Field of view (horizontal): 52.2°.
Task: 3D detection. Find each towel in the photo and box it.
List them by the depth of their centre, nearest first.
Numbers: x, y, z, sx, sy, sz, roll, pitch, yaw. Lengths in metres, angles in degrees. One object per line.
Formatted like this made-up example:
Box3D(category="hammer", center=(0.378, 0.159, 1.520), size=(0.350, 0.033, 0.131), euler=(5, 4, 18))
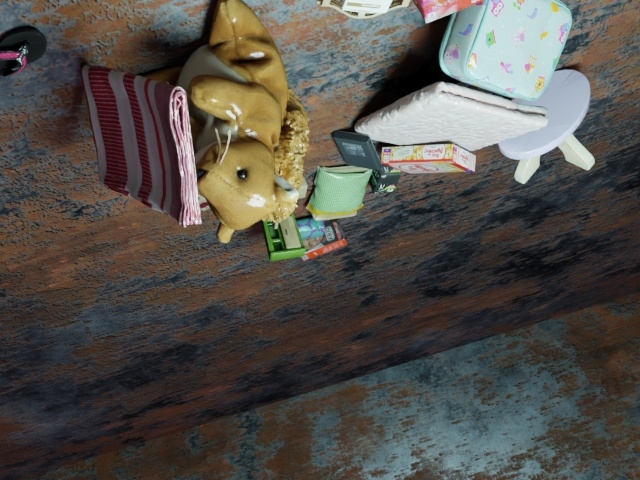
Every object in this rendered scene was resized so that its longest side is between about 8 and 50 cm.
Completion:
Box3D(category="towel", center=(-0.326, -0.175, 1.150), size=(0.037, 0.329, 0.237), euler=(-24, 123, -38))
Box3D(category="towel", center=(0.291, -0.271, 1.490), size=(0.316, 0.054, 0.331), euler=(6, 172, -26))

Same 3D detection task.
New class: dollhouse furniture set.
Box3D(category="dollhouse furniture set", center=(0.004, -0.078, 1.727), size=(0.301, 0.151, 0.198), euler=(-8, 149, -17))

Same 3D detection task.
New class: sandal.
Box3D(category="sandal", center=(-0.553, -0.310, 1.138), size=(0.179, 0.040, 0.067), euler=(-23, 150, 9))

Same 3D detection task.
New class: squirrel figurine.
Box3D(category="squirrel figurine", center=(-0.132, -0.178, 1.257), size=(0.281, 0.371, 0.397), euler=(-30, 149, 20))

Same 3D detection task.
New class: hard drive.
Box3D(category="hard drive", center=(0.092, -0.221, 1.615), size=(0.094, 0.022, 0.135), euler=(13, 160, 23))

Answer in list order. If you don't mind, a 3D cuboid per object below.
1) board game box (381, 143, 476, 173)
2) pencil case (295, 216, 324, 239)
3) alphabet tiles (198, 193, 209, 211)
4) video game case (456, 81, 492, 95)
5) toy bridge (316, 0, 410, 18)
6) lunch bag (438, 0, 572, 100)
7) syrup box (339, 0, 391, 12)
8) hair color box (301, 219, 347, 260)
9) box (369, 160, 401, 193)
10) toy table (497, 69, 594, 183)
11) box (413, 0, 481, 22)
Box3D(category="board game box", center=(0.273, -0.205, 1.644), size=(0.193, 0.045, 0.146), euler=(3, 176, 36))
Box3D(category="pencil case", center=(-0.065, -0.031, 1.860), size=(0.151, 0.065, 0.070), euler=(-9, -172, -16))
Box3D(category="alphabet tiles", center=(-0.259, -0.163, 1.587), size=(0.237, 0.009, 0.198), euler=(-30, 148, 20))
Box3D(category="video game case", center=(0.338, -0.322, 1.628), size=(0.190, 0.022, 0.173), euler=(-27, 150, 16))
Box3D(category="toy bridge", center=(0.081, -0.457, 1.252), size=(0.188, 0.026, 0.063), euler=(-7, 150, -18))
Box3D(category="lunch bag", center=(0.382, -0.416, 1.335), size=(0.279, 0.107, 0.224), euler=(4, 107, -39))
Box3D(category="syrup box", center=(0.101, -0.511, 1.102), size=(0.096, 0.093, 0.237), euler=(-5, 148, -23))
Box3D(category="hair color box", center=(0.000, 0.000, 1.941), size=(0.141, 0.072, 0.043), euler=(-22, 151, 6))
Box3D(category="box", center=(0.173, -0.172, 1.762), size=(0.062, 0.052, 0.083), euler=(-7, 149, -18))
Box3D(category="toy table", center=(0.560, -0.276, 1.629), size=(0.274, 0.252, 0.161), euler=(-39, 143, -1))
Box3D(category="box", center=(0.279, -0.515, 1.162), size=(0.256, 0.123, 0.128), euler=(-20, 150, 4))
